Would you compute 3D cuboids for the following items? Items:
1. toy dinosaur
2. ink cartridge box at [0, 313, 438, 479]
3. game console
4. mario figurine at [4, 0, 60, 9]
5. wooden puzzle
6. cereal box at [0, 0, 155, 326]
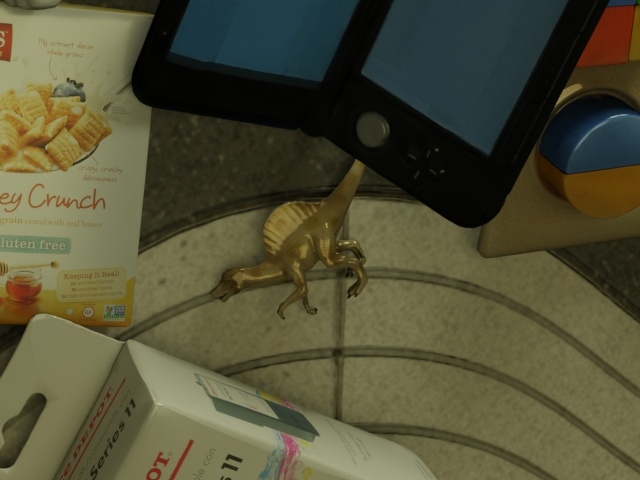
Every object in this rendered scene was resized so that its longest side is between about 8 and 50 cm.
[{"bbox_3d":[0.000,0.000,1.348,0.183,0.053,0.092,-45,110,-6],"label":"toy dinosaur"},{"bbox_3d":[-0.095,0.215,1.302,0.353,0.119,0.207,23,102,-25],"label":"ink cartridge box"},{"bbox_3d":[0.047,-0.171,1.212,0.173,0.250,0.293,-23,143,-56],"label":"game console"},{"bbox_3d":[-0.200,-0.255,1.115,0.320,0.170,0.198,-26,101,18],"label":"mario figurine"},{"bbox_3d":[0.293,-0.138,1.351,0.322,0.080,0.347,-8,123,-18],"label":"wooden puzzle"},{"bbox_3d":[-0.216,-0.058,1.262,0.173,0.047,0.240,2,101,-20],"label":"cereal box"}]
